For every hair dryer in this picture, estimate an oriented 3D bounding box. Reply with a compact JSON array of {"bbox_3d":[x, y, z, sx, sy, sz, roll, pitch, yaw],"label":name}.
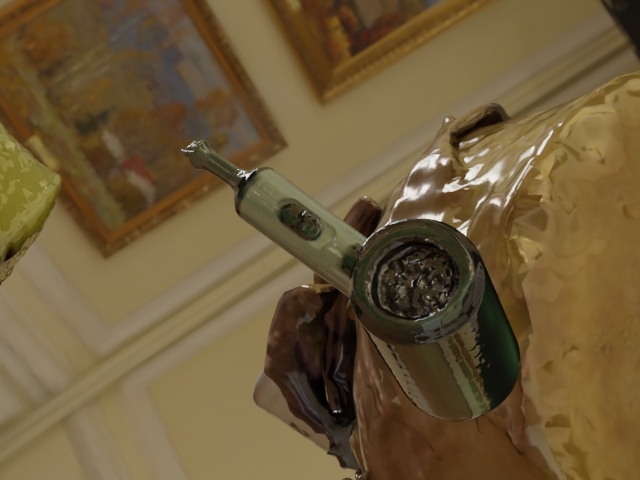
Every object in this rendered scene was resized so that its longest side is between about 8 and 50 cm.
[{"bbox_3d":[0.000,0.000,0.581,0.197,0.057,0.100,34,-13,32],"label":"hair dryer"}]

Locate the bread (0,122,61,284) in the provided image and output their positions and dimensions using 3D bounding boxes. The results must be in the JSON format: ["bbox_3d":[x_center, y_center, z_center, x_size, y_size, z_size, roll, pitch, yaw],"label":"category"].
[{"bbox_3d":[-0.146,0.048,0.317,0.049,0.088,0.226,40,38,-6],"label":"bread"}]

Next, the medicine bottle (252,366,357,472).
[{"bbox_3d":[0.130,0.187,1.391,0.371,0.211,0.211,33,-5,5],"label":"medicine bottle"}]

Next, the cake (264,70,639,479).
[{"bbox_3d":[0.144,0.080,0.824,0.321,0.332,0.332,-17,-72,56],"label":"cake"}]
